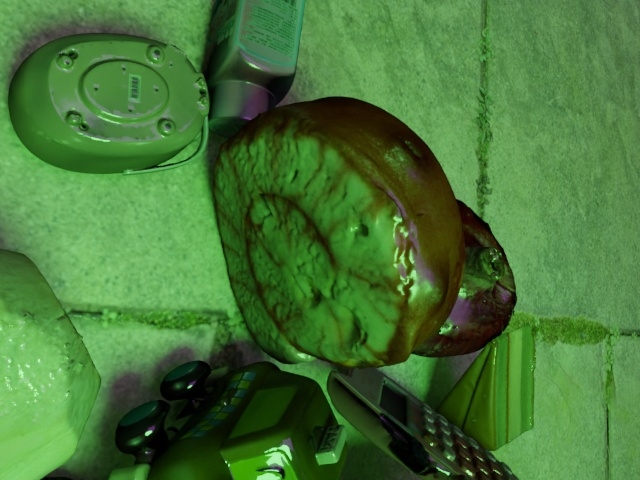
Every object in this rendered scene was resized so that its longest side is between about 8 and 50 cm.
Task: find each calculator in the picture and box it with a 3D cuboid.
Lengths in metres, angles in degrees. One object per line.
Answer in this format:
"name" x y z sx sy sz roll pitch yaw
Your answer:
"calculator" 0.149 0.266 0.720 0.329 0.220 0.048 33 92 9

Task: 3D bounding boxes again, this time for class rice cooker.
"rice cooker" -0.215 -0.144 0.588 0.206 0.127 0.145 -8 91 -29

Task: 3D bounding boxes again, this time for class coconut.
"coconut" -0.310 0.121 0.439 0.241 0.241 0.241 4 83 -37

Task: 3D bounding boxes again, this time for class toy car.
"toy car" -0.070 0.228 0.571 0.204 0.198 0.248 68 22 -11

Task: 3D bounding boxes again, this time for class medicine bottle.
"medicine bottle" -0.090 -0.225 0.694 0.094 0.119 0.188 13 77 -31

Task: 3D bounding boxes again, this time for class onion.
"onion" 0.190 0.055 0.818 0.252 0.219 0.252 8 73 -29

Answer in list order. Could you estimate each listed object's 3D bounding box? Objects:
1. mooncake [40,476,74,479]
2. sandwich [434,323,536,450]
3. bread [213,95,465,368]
"mooncake" -0.273 0.342 0.496 0.228 0.124 0.228 3 85 -37
"sandwich" 0.246 0.218 0.872 0.117 0.144 0.187 -9 100 -39
"bread" 0.000 -0.003 0.611 0.114 0.327 0.295 -20 95 -35
